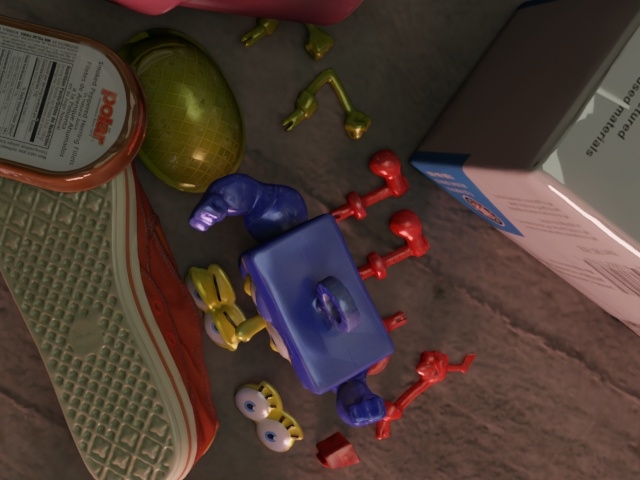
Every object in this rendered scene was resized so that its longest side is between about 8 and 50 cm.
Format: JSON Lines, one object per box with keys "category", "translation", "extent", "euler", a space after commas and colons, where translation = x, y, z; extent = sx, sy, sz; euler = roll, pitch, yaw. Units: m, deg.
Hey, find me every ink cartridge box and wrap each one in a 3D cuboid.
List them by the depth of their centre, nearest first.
{"category": "ink cartridge box", "translation": [0.294, -0.001, 1.031], "extent": [0.395, 0.285, 0.166], "euler": [36, 87, -13]}

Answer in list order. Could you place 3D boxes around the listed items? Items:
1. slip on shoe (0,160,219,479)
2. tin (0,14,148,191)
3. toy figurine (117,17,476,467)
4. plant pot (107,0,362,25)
{"category": "slip on shoe", "translation": [-0.157, 0.019, 1.042], "extent": [0.123, 0.101, 0.331], "euler": [-20, 87, 21]}
{"category": "tin", "translation": [-0.212, -0.097, 0.977], "extent": [0.189, 0.040, 0.106], "euler": [14, 87, 5]}
{"category": "toy figurine", "translation": [0.000, 0.000, 1.006], "extent": [0.191, 0.217, 0.363], "euler": [-24, 100, -9]}
{"category": "plant pot", "translation": [-0.052, -0.237, 0.997], "extent": [0.180, 0.201, 0.201], "euler": [17, 91, -28]}
